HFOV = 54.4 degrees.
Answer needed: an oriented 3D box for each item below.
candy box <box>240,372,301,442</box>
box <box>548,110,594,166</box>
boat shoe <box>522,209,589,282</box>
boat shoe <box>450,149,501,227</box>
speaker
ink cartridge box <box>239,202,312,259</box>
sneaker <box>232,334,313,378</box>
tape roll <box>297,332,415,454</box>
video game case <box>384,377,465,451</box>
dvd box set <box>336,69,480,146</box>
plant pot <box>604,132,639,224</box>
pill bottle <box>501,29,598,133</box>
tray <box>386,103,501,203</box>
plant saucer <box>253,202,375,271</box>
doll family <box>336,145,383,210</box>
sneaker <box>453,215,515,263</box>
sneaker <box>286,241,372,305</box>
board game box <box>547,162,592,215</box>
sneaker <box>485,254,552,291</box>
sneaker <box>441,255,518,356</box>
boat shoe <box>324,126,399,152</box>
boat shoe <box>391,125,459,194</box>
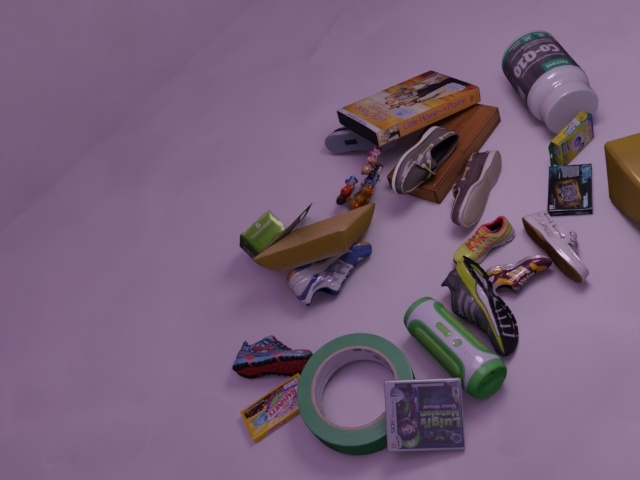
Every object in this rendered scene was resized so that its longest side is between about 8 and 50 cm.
[{"bbox_3d":[-0.123,0.478,1.788,0.206,0.027,0.105,-34,49,-3],"label":"candy box"},{"bbox_3d":[0.783,-0.310,1.952,0.179,0.105,0.043,-42,46,-10],"label":"box"},{"bbox_3d":[0.675,0.002,1.744,0.096,0.098,0.277,-29,44,3],"label":"boat shoe"},{"bbox_3d":[0.478,-0.167,1.981,0.097,0.116,0.324,7,52,37],"label":"boat shoe"},{"bbox_3d":[0.351,0.278,1.650,0.131,0.131,0.296,-37,46,-7],"label":"speaker"},{"bbox_3d":[-0.154,-0.053,2.138,0.097,0.189,0.255,44,75,3],"label":"ink cartridge box"},{"bbox_3d":[-0.141,0.333,1.869,0.262,0.104,0.125,-8,47,21],"label":"sneaker"},{"bbox_3d":[0.098,0.409,1.683,0.321,0.077,0.321,-10,52,13],"label":"tape roll"},{"bbox_3d":[0.257,0.431,1.542,0.190,0.022,0.173,-3,86,3],"label":"video game case"},{"bbox_3d":[0.307,-0.482,2.228,0.420,0.062,0.307,-25,34,-13],"label":"dvd box set"},{"bbox_3d":[0.907,-0.158,1.668,0.212,0.212,0.187,-15,40,15],"label":"plant pot"},{"bbox_3d":[0.763,-0.529,2.080,0.204,0.204,0.361,-22,46,8],"label":"pill bottle"},{"bbox_3d":[0.430,-0.321,2.163,0.203,0.076,0.411,22,66,38],"label":"tray"},{"bbox_3d":[0.000,0.000,1.990,0.333,0.081,0.333,-19,9,26],"label":"plant saucer"},{"bbox_3d":[0.156,-0.188,2.120,0.263,0.118,0.163,-51,8,44],"label":"doll family"},{"bbox_3d":[0.477,-0.005,1.853,0.208,0.094,0.081,-36,47,-3],"label":"sneaker"},{"bbox_3d":[0.045,0.107,1.985,0.296,0.112,0.131,-26,80,-11],"label":"sneaker"},{"bbox_3d":[0.756,-0.155,1.888,0.126,0.026,0.186,-2,52,25],"label":"board game box"},{"bbox_3d":[0.561,0.103,1.745,0.186,0.069,0.083,-19,54,20],"label":"sneaker"},{"bbox_3d":[0.436,0.192,1.711,0.121,0.111,0.300,-48,47,33],"label":"sneaker"},{"bbox_3d":[0.166,-0.391,2.333,0.306,0.113,0.105,-4,36,39],"label":"boat shoe"},{"bbox_3d":[0.342,-0.259,2.027,0.091,0.109,0.305,17,58,42],"label":"boat shoe"}]
